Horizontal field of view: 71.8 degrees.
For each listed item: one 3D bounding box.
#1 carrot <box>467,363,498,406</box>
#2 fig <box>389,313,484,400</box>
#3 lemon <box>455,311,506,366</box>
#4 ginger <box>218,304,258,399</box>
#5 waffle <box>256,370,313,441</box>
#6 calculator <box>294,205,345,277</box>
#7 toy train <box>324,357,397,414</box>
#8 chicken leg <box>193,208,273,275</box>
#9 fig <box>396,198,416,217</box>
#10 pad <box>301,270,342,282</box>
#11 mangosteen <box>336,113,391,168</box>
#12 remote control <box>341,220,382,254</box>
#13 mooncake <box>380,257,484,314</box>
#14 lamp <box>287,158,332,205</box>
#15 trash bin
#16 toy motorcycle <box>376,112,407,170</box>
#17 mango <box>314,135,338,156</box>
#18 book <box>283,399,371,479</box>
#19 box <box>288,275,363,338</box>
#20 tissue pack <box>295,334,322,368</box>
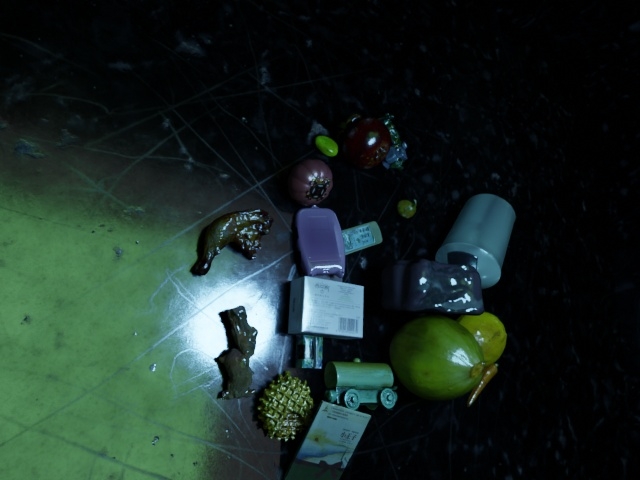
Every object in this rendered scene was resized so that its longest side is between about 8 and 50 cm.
[{"bbox_3d":[0.710,0.634,1.964,0.257,0.061,0.061,-41,100,-25],"label":"carrot"},{"bbox_3d":[0.445,0.446,1.663,0.344,0.343,0.342,9,72,-31],"label":"fig"},{"bbox_3d":[0.660,0.422,1.878,0.288,0.234,0.233,-34,97,-33],"label":"lemon"},{"bbox_3d":[-0.258,0.351,1.400,0.122,0.084,0.289,3,78,-10],"label":"ginger"},{"bbox_3d":[-0.107,0.543,1.439,0.193,0.070,0.197,-29,93,-36],"label":"waffle"},{"bbox_3d":[0.000,0.000,1.653,0.194,0.043,0.293,-2,72,-22],"label":"calculator"},{"bbox_3d":[0.152,0.518,1.580,0.308,0.126,0.189,11,72,-29],"label":"toy train"},{"bbox_3d":[-0.289,-0.007,1.473,0.323,0.083,0.177,-19,103,-38],"label":"chicken leg"},{"bbox_3d":[0.385,-0.140,1.931,0.082,0.098,0.084,-16,98,-37],"label":"fig"},{"bbox_3d":[0.007,0.112,1.672,0.188,0.006,0.113,13,69,-32],"label":"pad"},{"bbox_3d":[0.166,-0.419,1.818,0.215,0.215,0.257,-16,52,-35],"label":"mangosteen"},{"bbox_3d":[0.151,-0.010,1.780,0.234,0.038,0.098,-17,86,-34],"label":"remote control"},{"bbox_3d":[0.407,0.186,1.701,0.382,0.351,0.212,12,71,-32],"label":"mooncake"},{"bbox_3d":[-0.042,-0.219,1.645,0.182,0.140,0.181,-23,134,-26],"label":"lamp"},{"bbox_3d":[0.703,0.014,1.994,0.280,0.280,0.432,46,54,-15],"label":"trash bin"},{"bbox_3d":[0.299,-0.440,1.934,0.187,0.125,0.274,21,50,-48],"label":"toy motorcycle"},{"bbox_3d":[0.024,-0.384,1.787,0.108,0.056,0.073,30,57,-20],"label":"mango"},{"bbox_3d":[0.023,0.674,1.444,0.202,0.026,0.289,25,91,-24],"label":"book"},{"bbox_3d":[0.023,0.246,1.581,0.261,0.111,0.194,13,70,-28],"label":"box"},{"bbox_3d":[-0.033,0.384,1.524,0.085,0.079,0.110,13,70,-31],"label":"tissue pack"}]
